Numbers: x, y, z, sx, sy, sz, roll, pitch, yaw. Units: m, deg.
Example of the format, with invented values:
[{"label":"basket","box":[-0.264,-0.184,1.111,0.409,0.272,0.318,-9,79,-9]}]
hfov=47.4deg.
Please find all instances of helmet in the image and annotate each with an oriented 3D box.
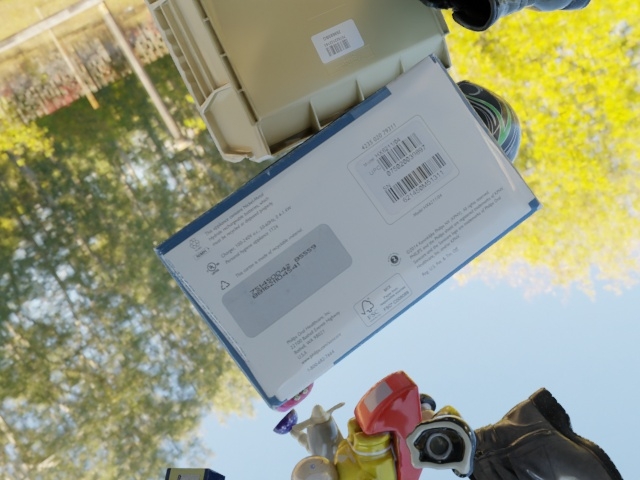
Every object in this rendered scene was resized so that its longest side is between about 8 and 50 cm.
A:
[{"label":"helmet","box":[0.256,-0.172,1.232,0.169,0.161,0.169,-38,166,-11]}]

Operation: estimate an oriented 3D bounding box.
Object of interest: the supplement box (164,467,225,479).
[{"label":"supplement box","box":[-0.211,0.420,1.195,0.083,0.056,0.083,-7,-123,23]}]

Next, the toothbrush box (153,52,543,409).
[{"label":"toothbrush box","box":[0.000,0.000,0.580,0.216,0.126,0.295,-36,-179,-8]}]

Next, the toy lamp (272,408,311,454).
[{"label":"toy lamp","box":[0.016,0.498,1.648,0.080,0.274,0.080,-45,168,-12]}]

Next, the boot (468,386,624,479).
[{"label":"boot","box":[0.397,0.432,1.311,0.222,0.118,0.338,-30,-153,-3]}]

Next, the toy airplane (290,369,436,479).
[{"label":"toy airplane","box":[0.068,0.461,1.330,0.386,0.272,0.385,133,-38,-56]}]

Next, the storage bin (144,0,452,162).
[{"label":"storage bin","box":[-0.026,-0.249,0.782,0.262,0.260,0.123,-29,-170,-22]}]

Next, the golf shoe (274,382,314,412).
[{"label":"golf shoe","box":[-0.085,0.360,1.890,0.140,0.115,0.306,-56,-176,27]}]

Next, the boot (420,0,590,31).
[{"label":"boot","box":[0.149,-0.294,0.758,0.161,0.084,0.246,-16,-139,-24]}]

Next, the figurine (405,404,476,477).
[{"label":"figurine","box":[0.198,0.351,1.056,0.092,0.215,0.209,-13,172,13]}]
